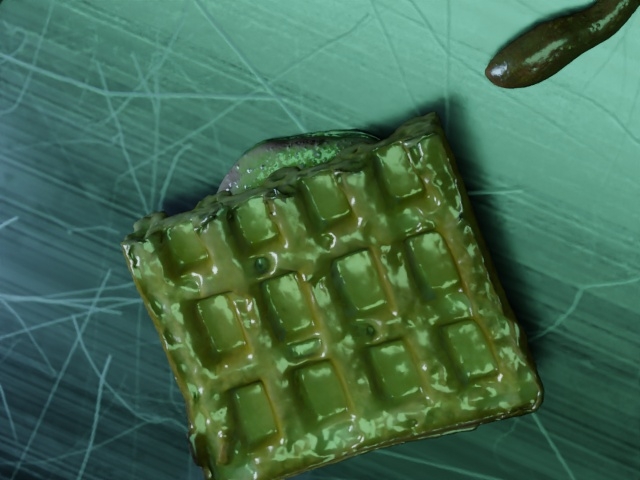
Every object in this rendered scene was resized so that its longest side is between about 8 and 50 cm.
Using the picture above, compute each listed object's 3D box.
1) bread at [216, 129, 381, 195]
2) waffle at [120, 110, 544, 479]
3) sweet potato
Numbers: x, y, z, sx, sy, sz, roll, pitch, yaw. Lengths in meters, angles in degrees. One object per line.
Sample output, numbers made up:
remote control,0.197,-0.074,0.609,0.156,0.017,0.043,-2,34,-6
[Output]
bread,0.000,0.000,1.912,0.228,0.033,0.229,3,107,10
waffle,0.011,0.072,1.876,0.348,0.077,0.304,-17,105,13
sweet potato,0.245,-0.203,1.805,0.214,0.050,0.050,-35,98,13
